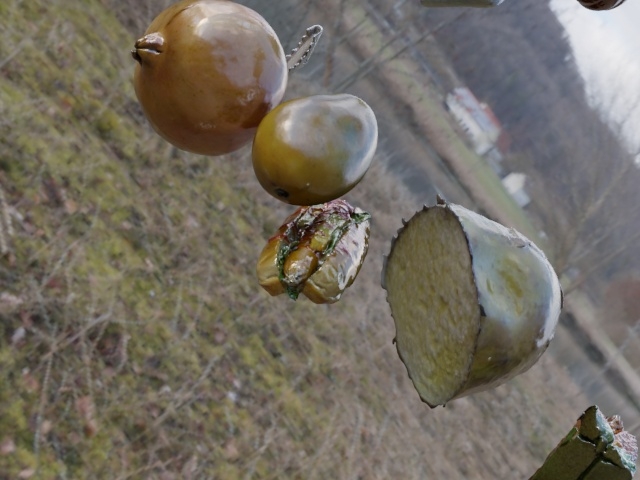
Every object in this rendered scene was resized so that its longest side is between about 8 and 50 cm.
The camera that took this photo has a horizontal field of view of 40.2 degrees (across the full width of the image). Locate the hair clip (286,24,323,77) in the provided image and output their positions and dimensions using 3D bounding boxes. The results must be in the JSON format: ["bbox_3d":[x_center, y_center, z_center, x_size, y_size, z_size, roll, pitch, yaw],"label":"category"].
[{"bbox_3d":[-0.072,-0.307,1.624,0.034,0.226,0.072,48,6,24],"label":"hair clip"}]

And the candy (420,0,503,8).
[{"bbox_3d":[0.228,-0.400,1.278,0.071,0.138,0.174,35,-6,-32],"label":"candy"}]

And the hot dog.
[{"bbox_3d":[0.000,0.000,0.933,0.104,0.076,0.250,11,17,11],"label":"hot dog"}]

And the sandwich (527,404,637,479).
[{"bbox_3d":[0.384,0.356,1.307,0.109,0.292,0.212,40,24,21],"label":"sandwich"}]

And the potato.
[{"bbox_3d":[0.257,0.090,1.330,0.237,0.289,0.300,-1,67,-25],"label":"potato"}]

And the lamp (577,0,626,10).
[{"bbox_3d":[0.317,-0.309,0.983,0.090,0.101,0.101,2,-36,47],"label":"lamp"}]

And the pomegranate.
[{"bbox_3d":[-0.143,-0.209,1.132,0.209,0.209,0.209,51,11,-13],"label":"pomegranate"}]

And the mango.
[{"bbox_3d":[0.001,-0.094,0.895,0.163,0.089,0.111,-13,95,-41],"label":"mango"}]
